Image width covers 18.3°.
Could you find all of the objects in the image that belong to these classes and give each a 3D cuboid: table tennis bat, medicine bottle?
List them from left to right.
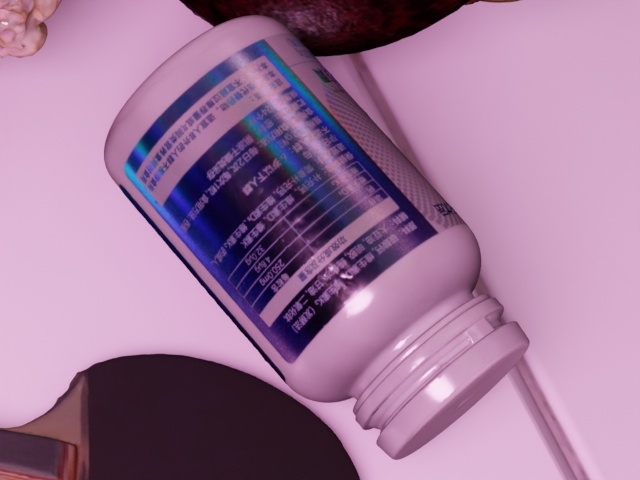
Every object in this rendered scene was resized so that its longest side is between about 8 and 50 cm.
[{"bbox_3d":[-0.080,0.099,0.821,0.220,0.019,0.130,13,50,-21],"label":"table tennis bat"},{"bbox_3d":[0.000,0.000,0.877,0.107,0.107,0.191,-31,74,-40],"label":"medicine bottle"}]

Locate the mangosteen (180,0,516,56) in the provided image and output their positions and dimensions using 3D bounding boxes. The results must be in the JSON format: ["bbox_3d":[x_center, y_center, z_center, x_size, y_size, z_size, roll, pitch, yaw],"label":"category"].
[{"bbox_3d":[0.024,-0.191,0.978,0.265,0.228,0.228,29,39,-46],"label":"mangosteen"}]

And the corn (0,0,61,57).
[{"bbox_3d":[-0.153,-0.229,0.922,0.127,0.126,0.335,16,55,-17],"label":"corn"}]
